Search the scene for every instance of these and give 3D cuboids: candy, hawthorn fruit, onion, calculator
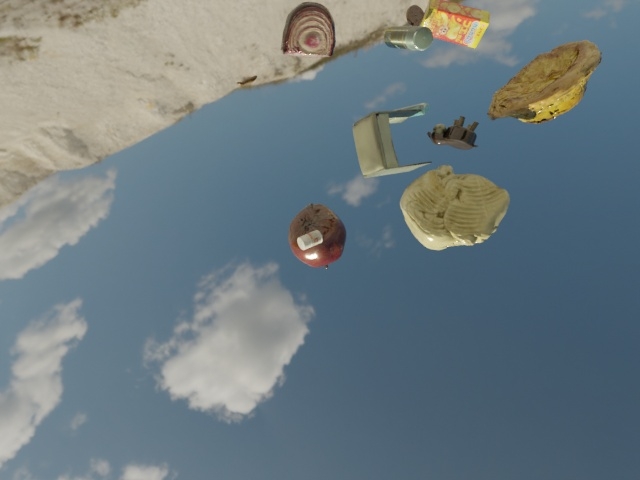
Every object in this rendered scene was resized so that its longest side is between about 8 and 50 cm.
[{"bbox_3d":[0.596,-0.976,2.010,0.276,0.146,0.088,14,-118,-3],"label":"candy"},{"bbox_3d":[-0.004,-0.016,2.233,0.308,0.325,0.308,-15,-114,36],"label":"hawthorn fruit"},{"bbox_3d":[-0.045,-0.848,1.813,0.216,0.206,0.206,6,-158,-10],"label":"onion"},{"bbox_3d":[0.442,-0.667,2.331,0.256,0.054,0.386,-10,-166,16],"label":"calculator"}]

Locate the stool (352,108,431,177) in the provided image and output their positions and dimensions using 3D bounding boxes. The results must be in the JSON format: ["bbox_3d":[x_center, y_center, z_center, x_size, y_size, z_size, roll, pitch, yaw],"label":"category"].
[{"bbox_3d":[0.307,-0.418,1.933,0.270,0.243,0.170,-12,-179,-26],"label":"stool"}]

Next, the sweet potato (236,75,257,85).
[{"bbox_3d":[-0.342,-0.747,2.100,0.115,0.026,0.026,-34,-146,-27],"label":"sweet potato"}]

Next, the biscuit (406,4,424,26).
[{"bbox_3d":[0.502,-1.138,2.335,0.124,0.174,0.026,-18,-175,-28],"label":"biscuit"}]

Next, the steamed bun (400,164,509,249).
[{"bbox_3d":[0.415,-0.097,1.422,0.289,0.203,0.276,-36,-101,-3],"label":"steamed bun"}]

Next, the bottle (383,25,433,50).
[{"bbox_3d":[0.327,-0.766,1.692,0.082,0.082,0.286,-27,-151,-1],"label":"bottle"}]

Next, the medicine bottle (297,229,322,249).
[{"bbox_3d":[-0.041,-0.002,1.784,0.089,0.057,0.057,-24,-149,-26],"label":"medicine bottle"}]

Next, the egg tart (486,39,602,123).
[{"bbox_3d":[0.685,-0.462,1.364,0.341,0.129,0.341,-34,-155,18],"label":"egg tart"}]

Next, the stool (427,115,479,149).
[{"bbox_3d":[0.558,-0.446,1.867,0.217,0.125,0.121,18,-88,26],"label":"stool"}]
